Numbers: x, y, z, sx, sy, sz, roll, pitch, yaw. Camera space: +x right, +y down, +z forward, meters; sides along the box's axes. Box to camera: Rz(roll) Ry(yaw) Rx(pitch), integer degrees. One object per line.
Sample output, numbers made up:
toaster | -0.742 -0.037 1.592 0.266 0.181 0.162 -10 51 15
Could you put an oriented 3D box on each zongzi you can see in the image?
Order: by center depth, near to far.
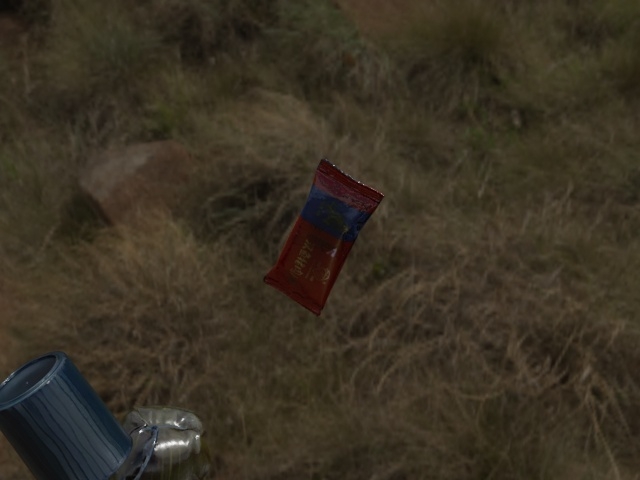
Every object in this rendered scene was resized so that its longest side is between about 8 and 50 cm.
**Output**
zongzi | -0.274 0.509 1.623 0.208 0.403 0.432 9 47 -24

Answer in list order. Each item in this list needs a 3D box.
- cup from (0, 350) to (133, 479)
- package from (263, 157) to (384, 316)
cup | -0.317 0.218 1.223 0.150 0.138 0.113 -24 21 18
package | 0.000 0.000 1.235 0.083 0.200 0.022 29 35 3
